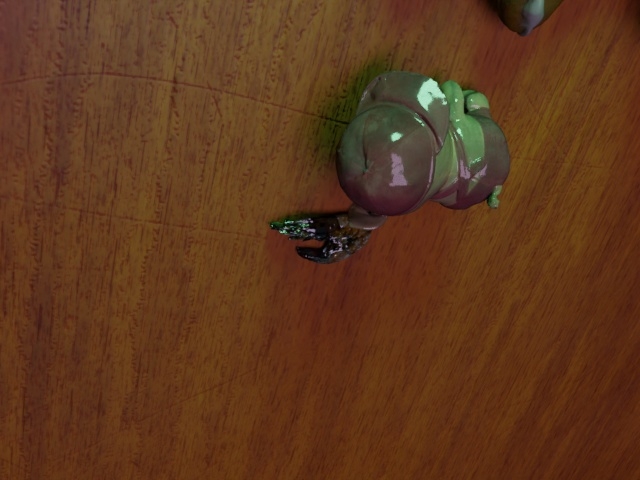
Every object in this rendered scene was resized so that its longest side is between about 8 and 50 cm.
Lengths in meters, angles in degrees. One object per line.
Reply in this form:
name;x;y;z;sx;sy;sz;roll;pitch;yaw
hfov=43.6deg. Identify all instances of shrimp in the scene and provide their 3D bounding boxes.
shrimp;0.000;0.000;1.140;0.160;0.034;0.091;2;124;-29

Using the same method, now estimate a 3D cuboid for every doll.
doll;0.127;-0.116;1.041;0.255;0.152;0.196;-6;96;-42

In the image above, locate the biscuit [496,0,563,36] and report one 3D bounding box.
biscuit;0.408;-0.428;0.968;0.431;0.064;0.283;-26;143;-14
